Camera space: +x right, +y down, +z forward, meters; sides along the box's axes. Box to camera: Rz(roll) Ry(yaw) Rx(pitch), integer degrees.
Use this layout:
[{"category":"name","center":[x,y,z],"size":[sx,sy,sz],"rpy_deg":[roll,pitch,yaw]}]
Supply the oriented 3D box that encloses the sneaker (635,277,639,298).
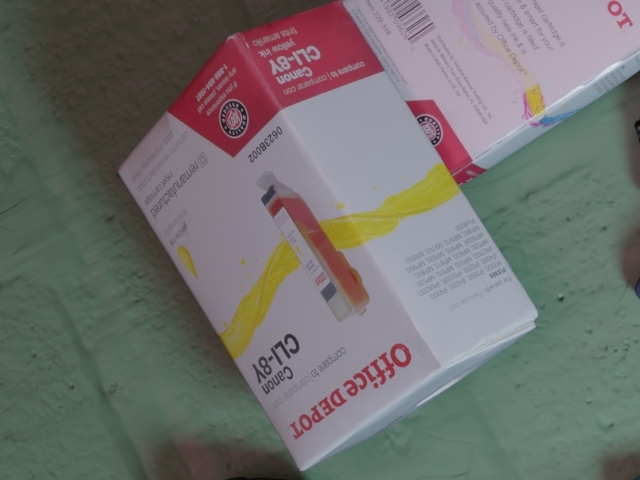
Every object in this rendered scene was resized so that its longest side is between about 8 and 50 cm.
[{"category":"sneaker","center":[0.378,0.006,1.735],"size":[0.053,0.059,0.144],"rpy_deg":[30,114,-14]}]

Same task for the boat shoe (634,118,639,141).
[{"category":"boat shoe","center":[0.348,-0.110,1.746],"size":[0.040,0.049,0.142],"rpy_deg":[-9,88,14]}]

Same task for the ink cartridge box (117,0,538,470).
[{"category":"ink cartridge box","center":[0.000,0.000,1.705],"size":[0.384,0.160,0.279],"rpy_deg":[58,138,9]}]

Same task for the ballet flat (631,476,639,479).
[{"category":"ballet flat","center":[0.415,0.252,1.715],"size":[0.206,0.073,0.067],"rpy_deg":[-17,111,15]}]

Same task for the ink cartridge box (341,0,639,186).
[{"category":"ink cartridge box","center":[0.179,-0.213,1.748],"size":[0.306,0.131,0.226],"rpy_deg":[-32,81,10]}]

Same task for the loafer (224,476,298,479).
[{"category":"loafer","center":[-0.012,0.418,1.768],"size":[0.130,0.134,0.366],"rpy_deg":[-17,84,13]}]
